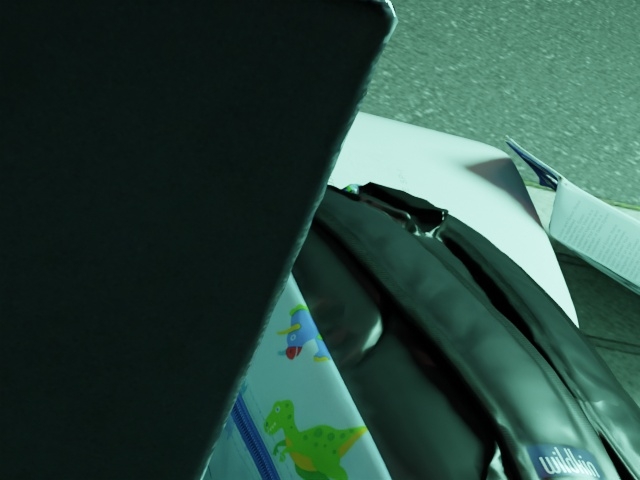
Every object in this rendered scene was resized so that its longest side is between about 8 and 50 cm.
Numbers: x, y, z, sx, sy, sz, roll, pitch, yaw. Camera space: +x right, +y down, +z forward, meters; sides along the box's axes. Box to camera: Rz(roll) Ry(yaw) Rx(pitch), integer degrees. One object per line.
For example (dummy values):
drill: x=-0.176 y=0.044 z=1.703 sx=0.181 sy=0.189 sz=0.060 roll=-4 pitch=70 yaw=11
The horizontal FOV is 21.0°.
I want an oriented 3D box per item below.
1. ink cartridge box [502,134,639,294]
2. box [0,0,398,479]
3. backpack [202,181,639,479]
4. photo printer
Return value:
ink cartridge box: x=0.232 y=0.013 z=1.260 sx=0.224 sy=0.045 sz=0.223 roll=32 pitch=3 yaw=16
box: x=-0.230 y=-0.030 z=0.687 sx=0.297 sy=0.480 sz=0.472 roll=12 pitch=32 yaw=-19
backpack: x=0.048 y=0.122 z=0.878 sx=0.290 sy=0.273 sz=0.355 roll=5 pitch=52 yaw=-41
photo printer: x=0.000 y=0.000 z=1.159 sx=0.307 sy=0.107 sz=0.256 roll=13 pitch=31 yaw=-16
